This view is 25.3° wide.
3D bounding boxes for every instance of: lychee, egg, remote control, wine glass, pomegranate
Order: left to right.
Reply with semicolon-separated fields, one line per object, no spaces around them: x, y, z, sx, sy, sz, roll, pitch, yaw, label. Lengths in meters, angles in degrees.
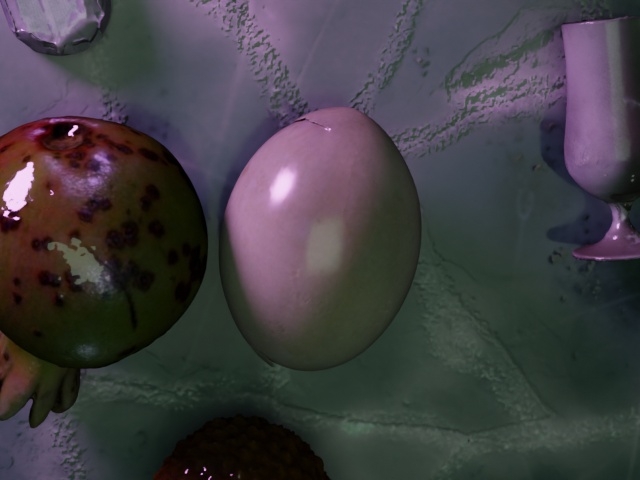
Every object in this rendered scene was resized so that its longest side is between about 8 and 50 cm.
-0.271;-0.292;1.333;0.104;0.052;0.247;-18;103;0;remote control
-0.224;0.041;1.300;0.242;0.242;0.306;7;102;-5;pomegranate
-0.075;0.287;1.376;0.200;0.200;0.238;-11;86;-2;lychee
0.000;0.000;1.332;0.186;0.186;0.253;15;96;-7;egg
0.286;-0.101;1.381;0.103;0.103;0.231;-6;96;-3;wine glass
